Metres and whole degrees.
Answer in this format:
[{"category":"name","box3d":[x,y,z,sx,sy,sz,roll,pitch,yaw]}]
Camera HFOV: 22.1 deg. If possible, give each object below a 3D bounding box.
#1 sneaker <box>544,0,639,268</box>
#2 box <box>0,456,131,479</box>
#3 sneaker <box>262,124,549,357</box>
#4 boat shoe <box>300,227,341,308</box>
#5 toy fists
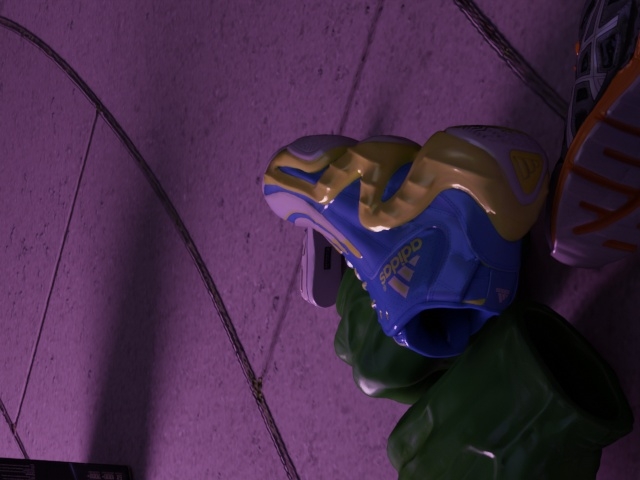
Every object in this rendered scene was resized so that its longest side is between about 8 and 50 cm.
[{"category":"sneaker","box3d":[0.174,-0.088,0.907,0.083,0.084,0.215,34,105,62]},{"category":"box","box3d":[-0.286,0.268,1.548,0.147,0.180,0.078,-44,46,48]},{"category":"sneaker","box3d":[0.035,0.003,0.955,0.240,0.091,0.126,-6,75,59]},{"category":"boat shoe","box3d":[0.000,0.000,1.243,0.035,0.035,0.100,15,104,58]},{"category":"toy fists","box3d":[0.090,0.075,1.005,0.142,0.096,0.279,-51,39,25]}]
